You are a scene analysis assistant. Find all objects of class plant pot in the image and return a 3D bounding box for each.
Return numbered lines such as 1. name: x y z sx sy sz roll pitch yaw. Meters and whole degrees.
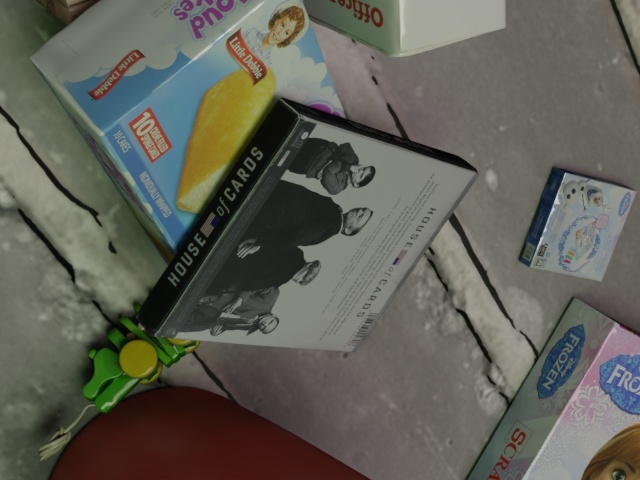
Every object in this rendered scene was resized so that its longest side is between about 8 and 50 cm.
1. plant pot: -0.079 0.246 0.992 0.275 0.243 0.274 -12 116 -26

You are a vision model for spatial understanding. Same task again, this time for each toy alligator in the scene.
1. toy alligator: -0.147 0.087 1.006 0.190 0.056 0.051 -37 82 -10

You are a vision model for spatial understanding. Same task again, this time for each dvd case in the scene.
1. dvd case: 0.000 0.000 0.946 0.239 0.029 0.179 11 118 -56

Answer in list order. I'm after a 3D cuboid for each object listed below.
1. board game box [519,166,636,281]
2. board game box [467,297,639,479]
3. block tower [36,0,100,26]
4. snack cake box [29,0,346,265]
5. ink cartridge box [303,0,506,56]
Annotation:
1. board game box: 0.229 -0.013 1.194 0.090 0.020 0.090 12 104 -32
2. board game box: 0.285 0.254 1.311 0.319 0.066 0.318 25 96 -35
3. block tower: -0.164 -0.305 0.803 0.091 0.097 0.335 -22 122 -20
4. snack cake box: -0.066 -0.069 0.902 0.152 0.089 0.264 -39 148 -9
5. ink cartridge box: 0.045 -0.252 0.902 0.093 0.160 0.219 -16 119 -23
